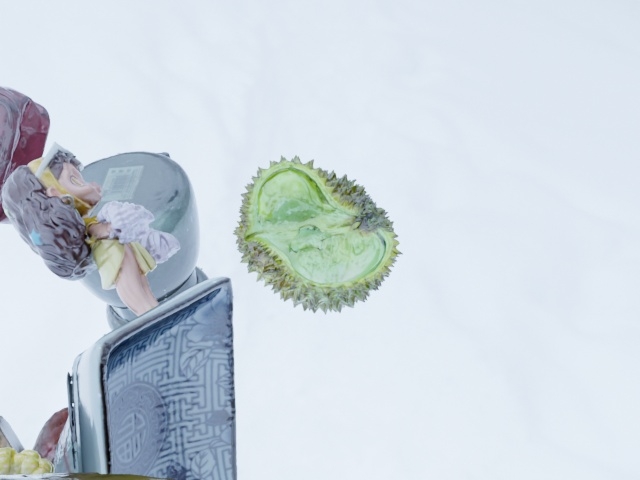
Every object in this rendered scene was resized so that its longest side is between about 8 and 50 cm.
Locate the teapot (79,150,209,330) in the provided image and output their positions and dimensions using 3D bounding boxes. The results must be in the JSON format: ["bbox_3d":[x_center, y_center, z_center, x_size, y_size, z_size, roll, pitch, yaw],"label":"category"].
[{"bbox_3d":[-0.290,0.010,1.713,0.223,0.285,0.305,-23,41,-10],"label":"teapot"}]

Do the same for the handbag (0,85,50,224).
[{"bbox_3d":[-0.521,-0.131,1.693,0.146,0.225,0.135,22,8,16],"label":"handbag"}]

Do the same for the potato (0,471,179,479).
[{"bbox_3d":[-0.170,0.189,0.628,0.299,0.116,0.239,-9,4,-28],"label":"potato"}]

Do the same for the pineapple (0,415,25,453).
[{"bbox_3d":[-0.436,0.271,1.179,0.237,0.119,0.111,-24,24,-7],"label":"pineapple"}]

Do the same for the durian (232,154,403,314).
[{"bbox_3d":[-0.003,-0.002,1.534,0.237,0.200,0.176,33,-1,12],"label":"durian"}]

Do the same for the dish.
[{"bbox_3d":[-0.144,0.160,0.880,0.080,0.243,0.182,9,19,25],"label":"dish"}]

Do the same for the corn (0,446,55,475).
[{"bbox_3d":[-0.264,0.245,0.919,0.093,0.244,0.093,7,60,-13],"label":"corn"}]

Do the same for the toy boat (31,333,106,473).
[{"bbox_3d":[-0.259,0.228,1.195,0.096,0.282,0.206,13,41,-17],"label":"toy boat"}]

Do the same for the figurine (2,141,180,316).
[{"bbox_3d":[-0.242,0.000,1.191,0.240,0.116,0.175,37,-7,10],"label":"figurine"}]
